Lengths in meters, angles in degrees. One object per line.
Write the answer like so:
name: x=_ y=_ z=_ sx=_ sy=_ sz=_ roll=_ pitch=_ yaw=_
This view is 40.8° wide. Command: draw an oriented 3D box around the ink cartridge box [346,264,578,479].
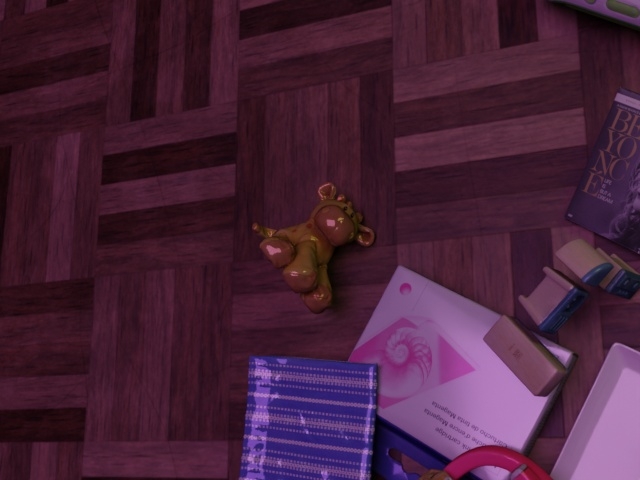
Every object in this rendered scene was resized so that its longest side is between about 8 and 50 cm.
ink cartridge box: x=0.191 y=0.252 z=1.383 sx=0.324 sy=0.071 sz=0.330 roll=27 pitch=88 yaw=28

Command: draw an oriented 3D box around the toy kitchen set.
toy kitchen set: x=0.383 y=0.121 z=1.278 sx=0.207 sy=0.166 sz=0.122 roll=-53 pitch=51 yaw=18

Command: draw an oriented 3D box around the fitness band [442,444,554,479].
fitness band: x=0.285 y=0.439 z=1.251 sx=0.291 sy=0.054 sz=0.209 roll=50 pitch=121 yaw=19

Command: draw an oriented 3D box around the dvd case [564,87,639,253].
dvd case: x=0.484 y=-0.102 z=1.305 sx=0.164 sy=0.018 sz=0.221 roll=32 pitch=111 yaw=36

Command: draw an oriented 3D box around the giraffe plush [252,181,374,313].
giraffe plush: x=0.000 y=0.000 z=1.507 sx=0.170 sy=0.181 sz=0.210 roll=-38 pitch=29 yaw=2

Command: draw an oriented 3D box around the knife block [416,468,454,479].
knife block: x=0.179 y=0.513 z=1.260 sx=0.275 sy=0.088 sz=0.242 roll=48 pitch=123 yaw=19

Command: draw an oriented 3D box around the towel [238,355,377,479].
towel: x=-0.030 y=0.362 z=1.415 sx=0.243 sy=0.040 sz=0.336 roll=1 pitch=81 yaw=27

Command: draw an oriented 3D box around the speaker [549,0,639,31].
speaker: x=0.493 y=-0.404 z=1.368 sx=0.296 sy=0.131 sz=0.131 roll=30 pitch=91 yaw=29

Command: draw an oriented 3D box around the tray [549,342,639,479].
tray: x=0.445 y=0.301 z=1.267 sx=0.145 sy=0.030 sz=0.270 roll=26 pitch=89 yaw=28
